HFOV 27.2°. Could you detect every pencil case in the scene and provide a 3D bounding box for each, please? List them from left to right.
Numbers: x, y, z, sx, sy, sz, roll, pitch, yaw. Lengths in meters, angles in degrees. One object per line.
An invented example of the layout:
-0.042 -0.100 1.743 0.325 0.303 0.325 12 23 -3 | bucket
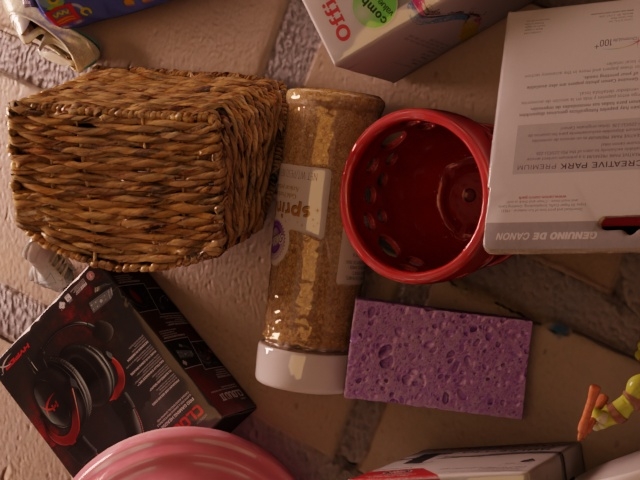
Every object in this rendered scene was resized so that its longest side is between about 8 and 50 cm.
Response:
-0.224 -0.359 1.649 0.306 0.133 0.119 -13 46 21 | pencil case

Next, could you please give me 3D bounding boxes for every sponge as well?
0.136 0.136 1.526 0.210 0.031 0.117 7 93 -1 | sponge

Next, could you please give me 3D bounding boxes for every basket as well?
-0.203 -0.088 1.631 0.299 0.223 0.213 5 110 20 | basket

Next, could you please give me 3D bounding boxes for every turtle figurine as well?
0.378 0.107 1.370 0.087 0.217 0.269 38 104 16 | turtle figurine

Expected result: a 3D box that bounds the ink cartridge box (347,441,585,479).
0.169 0.291 1.431 0.197 0.273 0.114 -7 85 22 | ink cartridge box

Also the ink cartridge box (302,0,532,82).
0.119 -0.332 1.474 0.270 0.197 0.198 -29 81 21 | ink cartridge box

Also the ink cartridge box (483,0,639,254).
0.335 -0.096 1.313 0.309 0.130 0.272 0 71 31 | ink cartridge box

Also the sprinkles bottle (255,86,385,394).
0.000 0.000 1.571 0.121 0.121 0.355 8 94 21 | sprinkles bottle

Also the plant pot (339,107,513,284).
0.143 -0.047 1.474 0.191 0.174 0.191 -1 89 33 | plant pot

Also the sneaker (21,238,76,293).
-0.346 0.026 1.709 0.061 0.152 0.053 31 68 9 | sneaker

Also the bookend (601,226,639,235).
0.363 -0.063 1.451 0.157 0.072 0.156 2 91 21 | bookend

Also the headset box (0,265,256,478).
-0.242 0.198 1.676 0.218 0.110 0.293 -44 76 15 | headset box

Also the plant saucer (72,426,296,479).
-0.163 0.389 1.581 0.332 0.084 0.332 -2 106 -7 | plant saucer

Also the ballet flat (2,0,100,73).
-0.367 -0.274 1.740 0.168 0.057 0.052 30 66 18 | ballet flat

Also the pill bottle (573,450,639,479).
0.402 0.398 1.372 0.210 0.210 0.363 -21 84 21 | pill bottle
